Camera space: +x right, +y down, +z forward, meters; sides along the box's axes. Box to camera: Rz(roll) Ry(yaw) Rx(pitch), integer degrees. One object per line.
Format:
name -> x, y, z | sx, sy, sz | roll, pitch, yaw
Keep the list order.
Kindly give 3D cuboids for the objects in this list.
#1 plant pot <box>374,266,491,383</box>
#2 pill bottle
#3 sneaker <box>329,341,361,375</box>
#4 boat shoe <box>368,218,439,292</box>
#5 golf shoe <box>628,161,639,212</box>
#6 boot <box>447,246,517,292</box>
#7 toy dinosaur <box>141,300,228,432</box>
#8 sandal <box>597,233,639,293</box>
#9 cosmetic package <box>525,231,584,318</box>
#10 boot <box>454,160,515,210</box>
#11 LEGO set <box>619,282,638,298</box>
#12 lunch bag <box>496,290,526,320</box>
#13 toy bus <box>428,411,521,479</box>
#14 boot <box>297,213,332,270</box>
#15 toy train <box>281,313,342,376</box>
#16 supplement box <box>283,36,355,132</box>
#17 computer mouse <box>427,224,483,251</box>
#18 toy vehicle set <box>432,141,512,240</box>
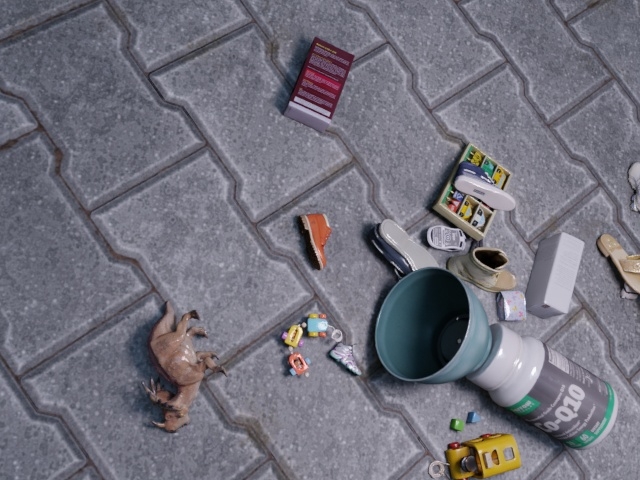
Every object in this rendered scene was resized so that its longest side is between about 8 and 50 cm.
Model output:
plant pot -> 0.313, 0.238, 1.593 | 0.196, 0.293, 0.293 | 28, 67, -36
pill bottle -> 0.577, 0.381, 1.652 | 0.361, 0.204, 0.204 | 31, 69, -6
sneaker -> 0.079, 0.299, 1.616 | 0.098, 0.038, 0.069 | 39, 69, -4
boat shoe -> 0.232, 0.053, 1.703 | 0.254, 0.079, 0.095 | 42, 52, -11
golf shoe -> 1.043, -0.178, 2.002 | 0.069, 0.086, 0.176 | 7, 72, -13
boot -> 0.479, 0.081, 1.723 | 0.213, 0.165, 0.077 | 19, 71, -10
toy dinosaur -> -0.345, 0.283, 1.456 | 0.200, 0.127, 0.296 | -25, 78, -14
sandal -> 0.938, 0.063, 1.867 | 0.088, 0.079, 0.240 | -20, 62, -28
cosmetic package -> 0.673, 0.102, 1.801 | 0.085, 0.117, 0.231 | 24, 71, -8
boot -> 0.474, -0.159, 1.776 | 0.189, 0.069, 0.086 | 26, 55, -9
LEGO set -> 1.024, 0.200, 1.903 | 0.227, 0.093, 0.087 | 8, 42, -9
lunch bag -> 0.543, 0.186, 1.776 | 0.071, 0.053, 0.083 | 0, 85, -14
toy bus -> 0.414, 0.562, 1.608 | 0.191, 0.104, 0.202 | 35, 69, -5
boot -> 0.000, 0.000, 1.665 | 0.084, 0.059, 0.158 | -11, 78, -24
toy train -> -0.033, 0.263, 1.592 | 0.166, 0.046, 0.125 | -38, 89, -19
supplement box -> -0.003, -0.443, 1.772 | 0.130, 0.073, 0.240 | 23, 71, -10
computer mouse -> 0.382, -0.004, 1.786 | 0.192, 0.042, 0.106 | 7, 78, -20
toy vehicle set -> 0.448, -0.147, 1.822 | 0.166, 0.035, 0.267 | 35, 60, -5
